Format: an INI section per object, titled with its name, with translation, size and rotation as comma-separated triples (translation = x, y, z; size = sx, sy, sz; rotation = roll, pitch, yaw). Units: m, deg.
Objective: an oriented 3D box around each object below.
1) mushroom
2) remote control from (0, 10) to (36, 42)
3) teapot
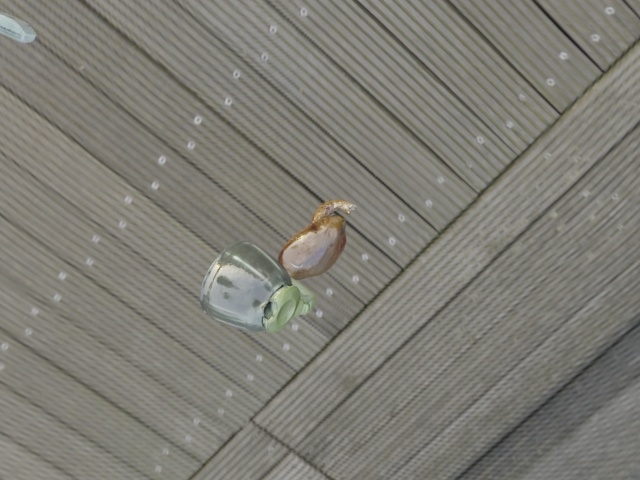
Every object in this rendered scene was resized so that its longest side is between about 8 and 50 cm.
[mushroom]
translation = 0.002, 0.001, 1.315
size = 0.080, 0.135, 0.170
rotation = 38, 78, 5
[remote control]
translation = -0.479, -0.318, 1.085
size = 0.166, 0.065, 0.029
rotation = 23, 101, -9
[teapot]
translation = -0.058, 0.051, 0.845
size = 0.091, 0.124, 0.092
rotation = 28, 131, 25
